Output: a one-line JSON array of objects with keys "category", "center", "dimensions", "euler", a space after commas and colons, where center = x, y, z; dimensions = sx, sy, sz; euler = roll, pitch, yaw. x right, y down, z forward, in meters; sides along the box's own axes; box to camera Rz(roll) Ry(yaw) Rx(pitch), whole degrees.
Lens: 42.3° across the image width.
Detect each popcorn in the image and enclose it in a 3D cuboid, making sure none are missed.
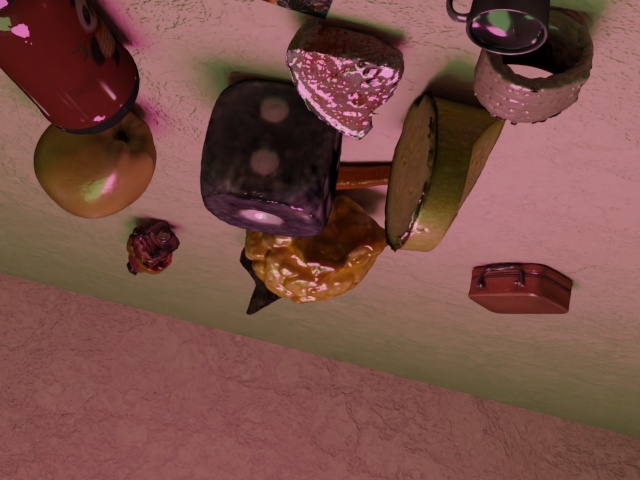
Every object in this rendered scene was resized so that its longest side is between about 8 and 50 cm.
[{"category": "popcorn", "center": [0.000, 0.000, 1.489], "dimensions": [0.251, 0.206, 0.237], "euler": [-18, 133, 39]}]

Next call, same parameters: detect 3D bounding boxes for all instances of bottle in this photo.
[{"category": "bottle", "center": [-0.345, -0.260, 0.987], "dimensions": [0.144, 0.144, 0.336], "euler": [8, 162, 15]}]

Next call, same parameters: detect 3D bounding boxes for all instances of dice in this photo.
[{"category": "dice", "center": [-0.066, -0.113, 1.193], "dimensions": [0.181, 0.183, 0.182], "euler": [10, 163, 4]}]

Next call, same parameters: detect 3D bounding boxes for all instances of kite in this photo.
[{"category": "kite", "center": [-0.020, -0.276, 0.942], "dimensions": [0.122, 0.004, 0.090], "euler": [2, 161, 30]}]

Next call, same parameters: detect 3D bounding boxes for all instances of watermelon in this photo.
[{"category": "watermelon", "center": [0.045, -0.208, 1.018], "dimensions": [0.139, 0.071, 0.187], "euler": [-6, 147, 30]}]

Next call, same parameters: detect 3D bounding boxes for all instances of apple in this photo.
[{"category": "apple", "center": [-0.363, -0.133, 1.345], "dimensions": [0.200, 0.200, 0.200], "euler": [12, 163, 4]}]

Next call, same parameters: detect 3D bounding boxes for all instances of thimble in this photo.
[{"category": "thimble", "center": [0.226, -0.185, 0.888], "dimensions": [0.115, 0.102, 0.090], "euler": [18, 164, 7]}]

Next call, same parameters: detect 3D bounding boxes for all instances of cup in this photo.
[{"category": "cup", "center": [0.174, -0.236, 0.805], "dimensions": [0.100, 0.077, 0.078], "euler": [10, 163, 7]}]

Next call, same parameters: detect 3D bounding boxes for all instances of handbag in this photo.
[{"category": "handbag", "center": [0.408, 0.102, 1.719], "dimensions": [0.151, 0.072, 0.193], "euler": [26, 160, -38]}]

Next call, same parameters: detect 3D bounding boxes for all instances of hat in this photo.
[{"category": "hat", "center": [-0.094, 0.041, 1.760], "dimensions": [0.128, 0.265, 0.265], "euler": [52, 152, -10]}]

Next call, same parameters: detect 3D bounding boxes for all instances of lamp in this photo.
[{"category": "lamp", "center": [-0.411, 0.028, 2.006], "dimensions": [0.118, 0.118, 0.253], "euler": [16, 161, -12]}]

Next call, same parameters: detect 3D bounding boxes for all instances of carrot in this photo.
[{"category": "carrot", "center": [0.073, -0.105, 1.356], "dimensions": [0.248, 0.043, 0.043], "euler": [1, 159, 29]}]

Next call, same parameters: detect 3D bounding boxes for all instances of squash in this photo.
[{"category": "squash", "center": [0.161, -0.075, 1.088], "dimensions": [0.133, 0.220, 0.220], "euler": [18, 162, -4]}]
